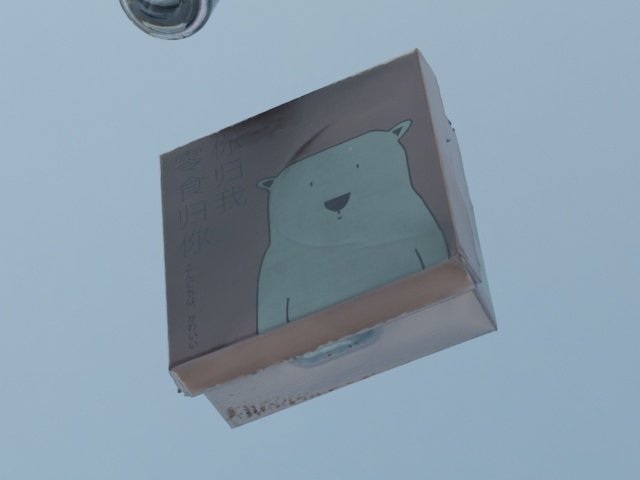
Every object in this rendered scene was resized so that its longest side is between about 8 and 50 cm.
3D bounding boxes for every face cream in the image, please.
[{"bbox_3d":[-0.083,-0.252,1.452,0.073,0.073,0.283,-9,-149,21],"label":"face cream"}]

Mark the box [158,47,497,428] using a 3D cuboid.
[{"bbox_3d":[0.000,0.000,1.265,0.215,0.086,0.215,-22,-138,14],"label":"box"}]
